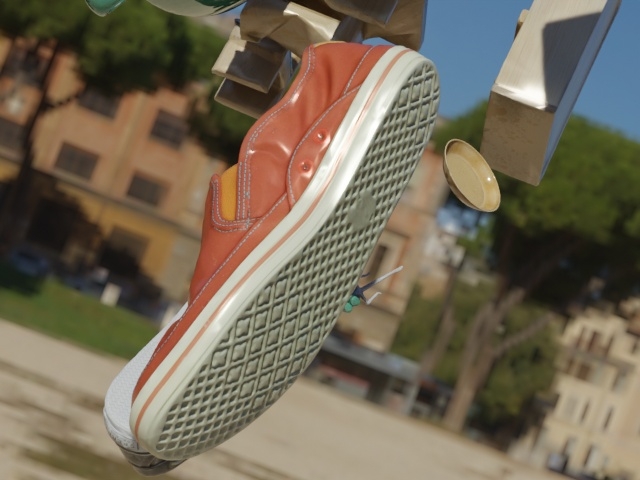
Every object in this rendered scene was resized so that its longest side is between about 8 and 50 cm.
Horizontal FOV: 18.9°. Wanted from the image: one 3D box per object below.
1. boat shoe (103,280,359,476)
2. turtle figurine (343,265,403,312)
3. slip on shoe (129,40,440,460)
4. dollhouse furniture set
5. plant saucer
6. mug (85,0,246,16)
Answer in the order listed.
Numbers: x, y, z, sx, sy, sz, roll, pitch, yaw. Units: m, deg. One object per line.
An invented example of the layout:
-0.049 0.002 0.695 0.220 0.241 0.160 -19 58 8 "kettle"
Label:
-0.089 0.106 1.957 0.121 0.335 0.119 41 -24 25 "boat shoe"
0.000 0.000 2.239 0.118 0.175 0.234 0 10 40 "turtle figurine"
-0.036 0.001 1.284 0.101 0.331 0.123 20 -22 27 "slip on shoe"
0.102 -0.268 2.028 0.394 0.256 0.362 23 -24 10 "dollhouse furniture set"
0.148 -0.062 1.926 0.015 0.083 0.083 -34 -40 32 "plant saucer"
-0.083 -0.218 1.356 0.129 0.157 0.097 20 -10 -14 "mug"
